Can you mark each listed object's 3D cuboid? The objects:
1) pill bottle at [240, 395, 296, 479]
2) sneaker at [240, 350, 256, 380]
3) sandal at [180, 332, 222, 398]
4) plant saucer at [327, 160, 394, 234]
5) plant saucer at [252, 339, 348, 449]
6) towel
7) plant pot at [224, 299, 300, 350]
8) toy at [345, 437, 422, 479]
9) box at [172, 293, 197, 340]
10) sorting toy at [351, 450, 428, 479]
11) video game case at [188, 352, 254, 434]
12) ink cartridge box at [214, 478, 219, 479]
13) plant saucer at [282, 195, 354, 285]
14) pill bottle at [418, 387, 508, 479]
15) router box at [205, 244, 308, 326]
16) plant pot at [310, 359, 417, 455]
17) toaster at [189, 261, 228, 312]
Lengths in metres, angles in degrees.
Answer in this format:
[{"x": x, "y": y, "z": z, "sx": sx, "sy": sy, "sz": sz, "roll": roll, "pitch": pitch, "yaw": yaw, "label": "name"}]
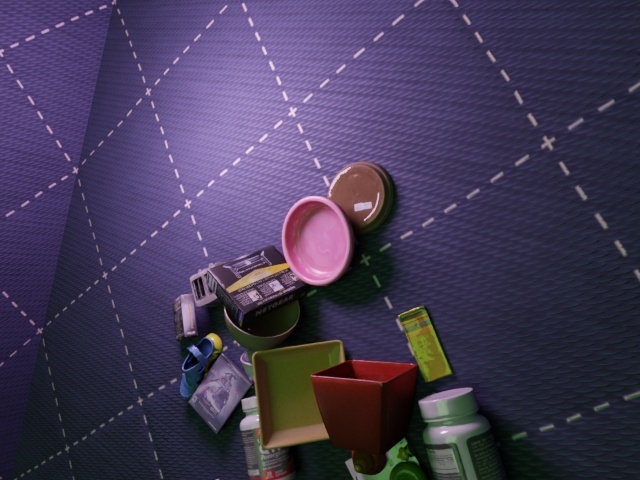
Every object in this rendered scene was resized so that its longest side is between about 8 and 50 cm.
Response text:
[{"x": -0.208, "y": 0.751, "z": 1.795, "sx": 0.176, "sy": 0.176, "sz": 0.318, "roll": -21, "pitch": 74, "yaw": 30, "label": "pill bottle"}, {"x": -0.164, "y": 0.519, "z": 1.849, "sx": 0.305, "sy": 0.114, "sz": 0.152, "roll": 12, "pitch": 125, "yaw": 24, "label": "sneaker"}, {"x": -0.552, "y": 0.550, "z": 2.062, "sx": 0.126, "sy": 0.138, "sz": 0.317, "roll": 28, "pitch": 103, "yaw": 29, "label": "sandal"}, {"x": 0.137, "y": -0.158, "z": 1.741, "sx": 0.278, "sy": 0.041, "sz": 0.278, "roll": -3, "pitch": 84, "yaw": 32, "label": "plant saucer"}, {"x": -0.065, "y": 0.545, "z": 1.700, "sx": 0.333, "sy": 0.081, "sz": 0.332, "roll": -6, "pitch": 79, "yaw": -10, "label": "plant saucer"}, {"x": 0.345, "y": 0.342, "z": 1.570, "sx": 0.102, "sy": 0.021, "sz": 0.237, "roll": -30, "pitch": 70, "yaw": 28, "label": "towel"}, {"x": -0.236, "y": 0.316, "z": 1.827, "sx": 0.284, "sy": 0.284, "sz": 0.191, "roll": 43, "pitch": 137, "yaw": 28, "label": "plant pot"}, {"x": 0.216, "y": 0.756, "z": 1.594, "sx": 0.237, "sy": 0.056, "sz": 0.137, "roll": -39, "pitch": 63, "yaw": 19, "label": "toy"}, {"x": -0.603, "y": 0.345, "z": 2.098, "sx": 0.231, "sy": 0.056, "sz": 0.183, "roll": -32, "pitch": 64, "yaw": 60, "label": "box"}, {"x": 0.242, "y": 0.764, "z": 1.480, "sx": 0.365, "sy": 0.126, "sz": 0.127, "roll": 24, "pitch": 95, "yaw": 24, "label": "sorting toy"}, {"x": -0.424, "y": 0.647, "z": 2.005, "sx": 0.196, "sy": 0.026, "sz": 0.274, "roll": 38, "pitch": 100, "yaw": 23, "label": "video game case"}, {"x": -0.537, "y": 1.111, "z": 1.916, "sx": 0.197, "sy": 0.273, "sz": 0.114, "roll": -49, "pitch": 62, "yaw": 20, "label": "ink cartridge box"}, {"x": 0.000, "y": 0.000, "z": 1.762, "sx": 0.332, "sy": 0.084, "sz": 0.332, "roll": 5, "pitch": 98, "yaw": 38, "label": "plant saucer"}, {"x": 0.420, "y": 0.634, "z": 1.385, "sx": 0.204, "sy": 0.204, "sz": 0.361, "roll": -22, "pitch": 74, "yaw": 29, "label": "pill bottle"}, {"x": -0.237, "y": 0.161, "z": 1.794, "sx": 0.243, "sy": 0.309, "sz": 0.081, "roll": 44, "pitch": 136, "yaw": 28, "label": "router box"}, {"x": 0.152, "y": 0.537, "z": 1.537, "sx": 0.267, "sy": 0.267, "sz": 0.235, "roll": -5, "pitch": 87, "yaw": 33, "label": "plant pot"}, {"x": -0.463, "y": 0.200, "z": 2.052, "sx": 0.168, "sy": 0.110, "sz": 0.185, "roll": -26, "pitch": 72, "yaw": 29, "label": "toaster"}]
